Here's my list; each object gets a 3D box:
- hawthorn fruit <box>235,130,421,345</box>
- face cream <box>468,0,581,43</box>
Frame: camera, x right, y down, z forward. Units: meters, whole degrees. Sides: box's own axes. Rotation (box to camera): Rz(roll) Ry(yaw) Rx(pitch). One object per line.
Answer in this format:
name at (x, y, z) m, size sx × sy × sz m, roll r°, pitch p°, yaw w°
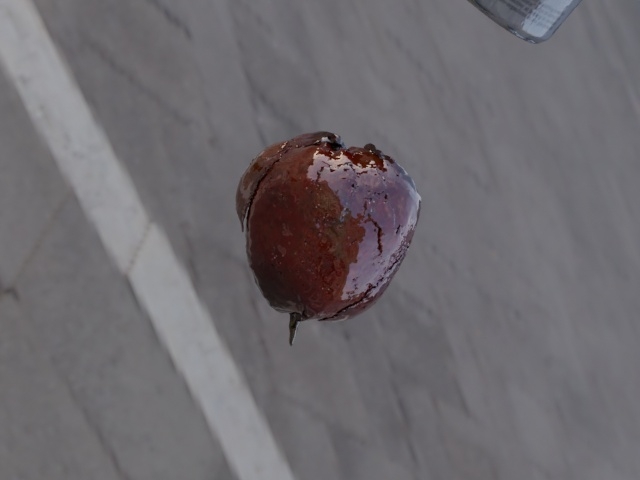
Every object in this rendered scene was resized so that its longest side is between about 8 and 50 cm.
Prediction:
hawthorn fruit at (0.000, 0.000, 1.389) m, size 0.148 × 0.148 × 0.172 m, roll 6°, pitch 96°, yaw -73°
face cream at (0.194, -0.297, 1.675) m, size 0.177 × 0.153 × 0.177 m, roll 34°, pitch 19°, yaw -13°
